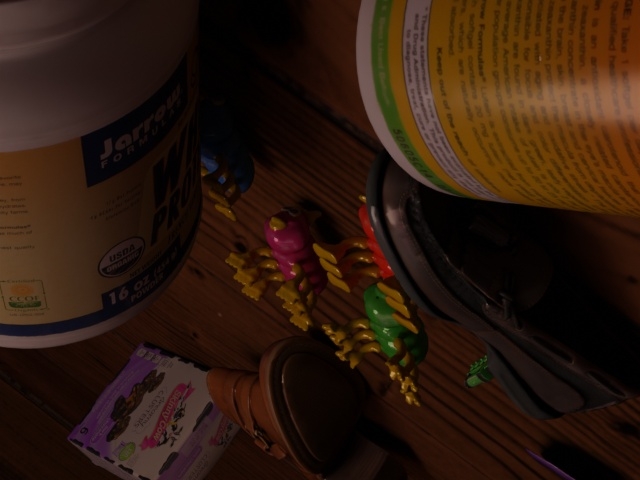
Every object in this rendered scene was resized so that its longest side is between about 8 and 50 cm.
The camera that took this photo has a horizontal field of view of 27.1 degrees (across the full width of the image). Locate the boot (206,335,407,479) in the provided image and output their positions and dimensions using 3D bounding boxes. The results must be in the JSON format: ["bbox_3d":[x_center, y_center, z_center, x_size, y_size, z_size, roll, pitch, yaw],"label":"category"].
[{"bbox_3d":[-0.041,0.165,1.404,0.220,0.109,0.283,25,163,42],"label":"boot"}]

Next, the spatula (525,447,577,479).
[{"bbox_3d":[0.221,0.249,1.216,0.084,0.030,0.296,32,159,20],"label":"spatula"}]

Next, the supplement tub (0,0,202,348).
[{"bbox_3d":[-0.188,-0.101,0.832,0.228,0.228,0.316,32,148,17],"label":"supplement tub"}]

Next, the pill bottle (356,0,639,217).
[{"bbox_3d":[0.138,-0.075,0.509,0.245,0.136,0.136,10,146,52],"label":"pill bottle"}]

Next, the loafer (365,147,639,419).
[{"bbox_3d":[0.127,0.025,0.842,0.084,0.096,0.267,-6,143,35],"label":"loafer"}]

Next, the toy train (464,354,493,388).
[{"bbox_3d":[0.133,0.103,1.060,0.017,0.024,0.083,38,159,1],"label":"toy train"}]

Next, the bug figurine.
[{"bbox_3d":[0.000,0.000,0.982,0.279,0.072,0.216,31,154,38],"label":"bug figurine"}]

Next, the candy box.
[{"bbox_3d":[-0.204,0.234,1.702,0.196,0.165,0.070,15,151,46],"label":"candy box"}]
